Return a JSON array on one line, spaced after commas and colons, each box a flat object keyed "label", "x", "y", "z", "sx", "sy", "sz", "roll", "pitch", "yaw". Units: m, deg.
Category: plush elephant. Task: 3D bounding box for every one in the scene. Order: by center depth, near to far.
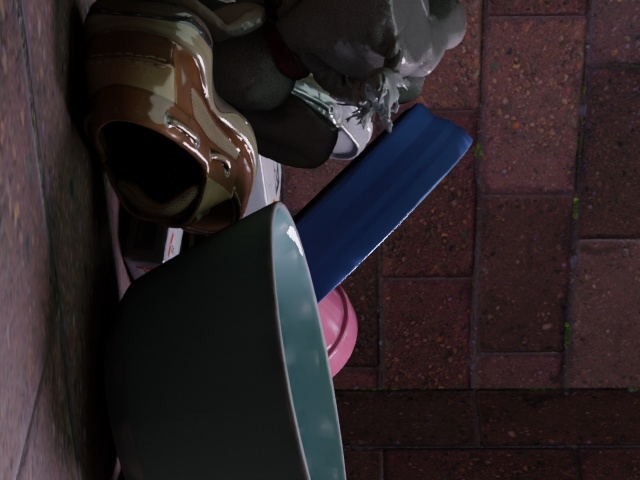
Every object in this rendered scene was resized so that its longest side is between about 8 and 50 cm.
[{"label": "plush elephant", "x": -0.018, "y": -0.224, "z": 1.808, "sx": 0.330, "sy": 0.255, "sz": 0.272, "roll": -72, "pitch": 149, "yaw": -41}]

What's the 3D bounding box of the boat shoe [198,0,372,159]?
[{"label": "boat shoe", "x": -0.060, "y": -0.163, "z": 1.992, "sx": 0.320, "sy": 0.118, "sz": 0.103, "roll": 34, "pitch": 58, "yaw": -46}]

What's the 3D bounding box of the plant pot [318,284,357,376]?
[{"label": "plant pot", "x": -0.062, "y": 0.107, "z": 2.637, "sx": 0.180, "sy": 0.201, "sz": 0.201, "roll": 60, "pitch": 26, "yaw": -53}]

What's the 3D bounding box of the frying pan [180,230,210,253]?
[{"label": "frying pan", "x": -0.145, "y": 0.022, "z": 2.001, "sx": 0.197, "sy": 0.053, "sz": 0.326, "roll": 86, "pitch": 1, "yaw": -54}]

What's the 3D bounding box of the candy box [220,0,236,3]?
[{"label": "candy box", "x": -0.109, "y": -0.442, "z": 1.936, "sx": 0.317, "sy": 0.122, "sz": 0.268, "roll": 77, "pitch": 13, "yaw": -77}]

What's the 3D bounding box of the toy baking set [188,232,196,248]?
[{"label": "toy baking set", "x": -0.159, "y": -0.023, "z": 1.772, "sx": 0.256, "sy": 0.030, "sz": 0.197, "roll": 67, "pitch": 28, "yaw": -70}]

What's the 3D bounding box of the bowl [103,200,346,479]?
[{"label": "bowl", "x": -0.083, "y": 0.134, "z": 1.475, "sx": 0.311, "sy": 0.163, "sz": 0.312, "roll": -11, "pitch": 90, "yaw": -84}]

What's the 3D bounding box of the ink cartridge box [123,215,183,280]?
[{"label": "ink cartridge box", "x": -0.141, "y": -0.010, "z": 1.653, "sx": 0.179, "sy": 0.045, "sz": 0.145, "roll": 71, "pitch": 25, "yaw": -64}]

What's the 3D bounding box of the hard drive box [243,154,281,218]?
[{"label": "hard drive box", "x": -0.109, "y": -0.122, "z": 2.206, "sx": 0.181, "sy": 0.089, "sz": 0.232, "roll": -87, "pitch": 172, "yaw": -50}]

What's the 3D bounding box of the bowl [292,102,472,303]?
[{"label": "bowl", "x": 0.000, "y": 0.000, "z": 1.876, "sx": 0.077, "sy": 0.391, "sz": 0.391, "roll": 46, "pitch": 4, "yaw": -2}]

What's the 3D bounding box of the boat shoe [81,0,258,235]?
[{"label": "boat shoe", "x": -0.131, "y": -0.071, "z": 1.412, "sx": 0.324, "sy": 0.122, "sz": 0.120, "roll": 67, "pitch": 27, "yaw": -63}]
